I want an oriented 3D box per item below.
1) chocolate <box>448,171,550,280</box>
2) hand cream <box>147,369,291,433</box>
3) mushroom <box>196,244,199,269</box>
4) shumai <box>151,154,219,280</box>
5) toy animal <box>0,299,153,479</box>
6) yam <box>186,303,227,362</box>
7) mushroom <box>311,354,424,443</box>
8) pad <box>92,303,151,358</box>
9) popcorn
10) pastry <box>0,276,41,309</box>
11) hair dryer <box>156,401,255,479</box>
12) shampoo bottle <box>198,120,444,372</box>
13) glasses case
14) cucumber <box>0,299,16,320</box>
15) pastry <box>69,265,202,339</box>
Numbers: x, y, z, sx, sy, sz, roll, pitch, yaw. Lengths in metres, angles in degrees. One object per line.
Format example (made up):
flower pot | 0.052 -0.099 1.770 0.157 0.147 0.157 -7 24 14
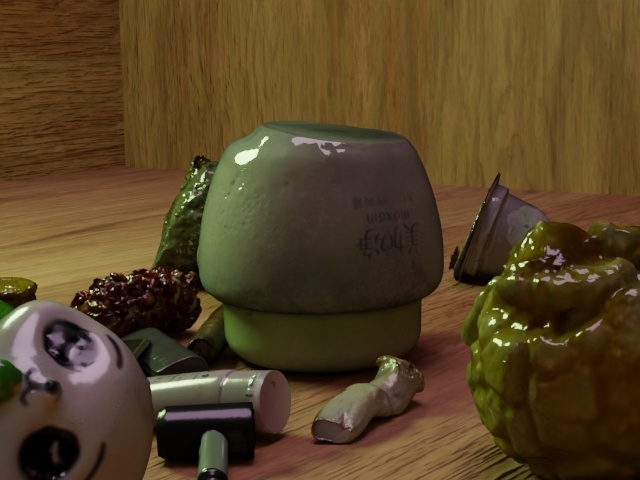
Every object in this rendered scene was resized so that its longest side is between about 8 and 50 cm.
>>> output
chocolate | 0.324 0.005 2.241 0.147 0.221 0.221 29 14 7
hand cream | -0.185 0.183 1.434 0.312 0.070 0.111 -5 7 29
mushroom | -0.100 -0.006 2.099 0.207 0.215 0.207 -4 1 0
shumai | -0.173 -0.008 2.268 0.218 0.256 0.189 16 45 -16
toy animal | -0.280 0.155 1.101 0.267 0.212 0.212 -6 7 13
yam | -0.142 0.125 1.795 0.046 0.046 0.264 0 9 6
mushroom | 0.052 0.177 1.430 0.059 0.054 0.202 6 15 31
pad | -0.411 0.142 1.549 0.376 0.063 0.315 -7 9 3
popcorn | 0.278 0.108 1.237 0.282 0.246 0.282 6 0 0
pastry | -0.489 0.090 2.027 0.109 0.057 0.097 -8 13 -31
hair dryer | -0.110 0.210 1.241 0.101 0.057 0.197 -3 14 -4
shampoo bottle | 0.000 0.000 1.703 0.323 0.317 0.322 -2 6 0
glasses case | -0.205 0.152 1.655 0.072 0.042 0.191 -13 13 -22
cucumber | -0.462 0.114 1.874 0.056 0.056 0.250 -6 13 -30
pastry | -0.257 0.096 1.817 0.097 0.115 0.208 20 17 33
